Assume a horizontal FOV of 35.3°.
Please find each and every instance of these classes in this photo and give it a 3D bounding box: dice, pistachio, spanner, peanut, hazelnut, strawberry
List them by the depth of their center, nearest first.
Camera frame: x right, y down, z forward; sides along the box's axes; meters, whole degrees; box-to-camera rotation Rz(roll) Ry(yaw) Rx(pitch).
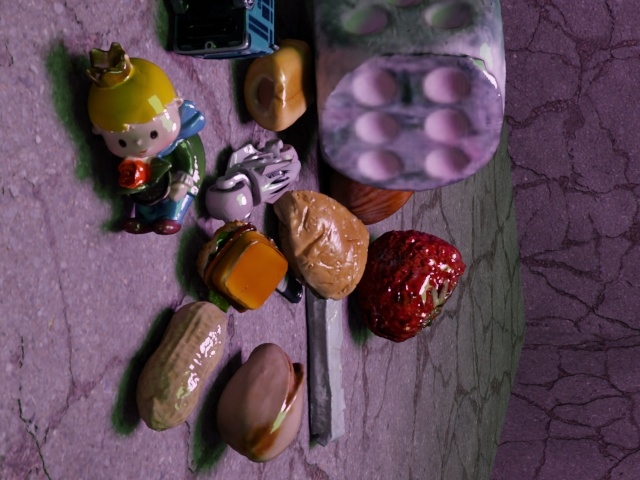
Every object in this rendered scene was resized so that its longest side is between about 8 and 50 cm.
[{"bbox_3d":[-0.193,0.174,1.398,0.214,0.090,0.098,-63,176,-47],"label":"peanut"},{"bbox_3d":[-0.089,0.257,1.599,0.215,0.144,0.144,-75,155,-46],"label":"pistachio"},{"bbox_3d":[-0.090,0.060,1.758,0.316,0.024,0.087,46,50,-63],"label":"spanner"},{"bbox_3d":[0.154,-0.310,1.835,0.328,0.331,0.348,85,1,-49],"label":"dice"},{"bbox_3d":[0.101,-0.142,2.054,0.210,0.210,0.186,52,20,-59],"label":"hazelnut"},{"bbox_3d":[0.182,0.089,2.227,0.274,0.220,0.274,-46,165,-16],"label":"strawberry"}]

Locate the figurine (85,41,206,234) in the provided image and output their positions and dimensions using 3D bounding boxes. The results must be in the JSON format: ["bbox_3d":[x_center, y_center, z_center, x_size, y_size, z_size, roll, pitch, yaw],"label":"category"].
[{"bbox_3d":[-0.230,-0.121,1.266,0.234,0.127,0.185,70,36,-64],"label":"figurine"}]

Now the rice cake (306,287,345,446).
[{"bbox_3d":[0.011,0.235,1.969,0.066,0.063,0.336,-13,105,-60],"label":"rice cake"}]

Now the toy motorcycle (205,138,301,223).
[{"bbox_3d":[-0.095,-0.098,1.614,0.254,0.113,0.112,-48,135,-58],"label":"toy motorcycle"}]

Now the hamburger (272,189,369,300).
[{"bbox_3d":[0.000,0.000,1.808,0.207,0.135,0.155,58,27,-50],"label":"hamburger"}]

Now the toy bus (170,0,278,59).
[{"bbox_3d":[-0.137,-0.388,1.469,0.147,0.128,0.256,8,82,-70],"label":"toy bus"}]

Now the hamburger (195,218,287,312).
[{"bbox_3d":[-0.129,0.039,1.538,0.137,0.087,0.166,-51,149,-9],"label":"hamburger"}]

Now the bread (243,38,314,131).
[{"bbox_3d":[-0.072,-0.262,1.698,0.173,0.085,0.134,-48,140,-62],"label":"bread"}]
